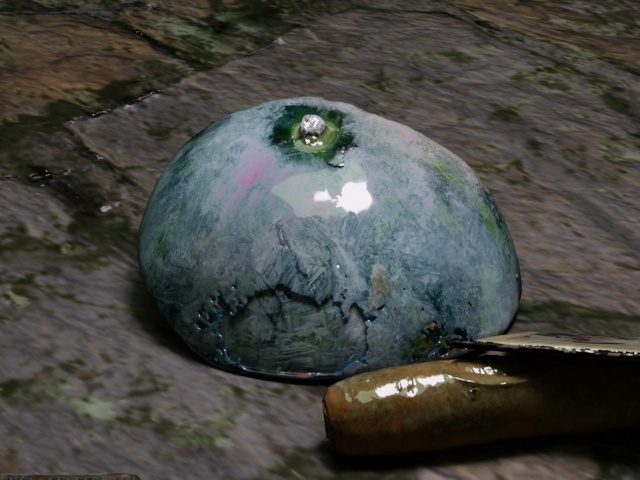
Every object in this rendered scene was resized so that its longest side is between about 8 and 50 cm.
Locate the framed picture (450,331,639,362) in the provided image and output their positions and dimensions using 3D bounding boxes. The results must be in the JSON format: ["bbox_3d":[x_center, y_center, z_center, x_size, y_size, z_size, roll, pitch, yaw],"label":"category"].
[{"bbox_3d":[0.218,0.079,1.403,0.199,0.010,0.195,3,1,19],"label":"framed picture"}]

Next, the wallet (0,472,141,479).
[{"bbox_3d":[-0.167,0.234,1.121,0.169,0.044,0.317,-1,25,-13],"label":"wallet"}]

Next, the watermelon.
[{"bbox_3d":[0.000,-0.006,1.500,0.322,0.175,0.188,3,24,7],"label":"watermelon"}]

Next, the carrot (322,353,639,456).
[{"bbox_3d":[0.169,0.113,1.373,0.342,0.070,0.070,-4,24,-12],"label":"carrot"}]
